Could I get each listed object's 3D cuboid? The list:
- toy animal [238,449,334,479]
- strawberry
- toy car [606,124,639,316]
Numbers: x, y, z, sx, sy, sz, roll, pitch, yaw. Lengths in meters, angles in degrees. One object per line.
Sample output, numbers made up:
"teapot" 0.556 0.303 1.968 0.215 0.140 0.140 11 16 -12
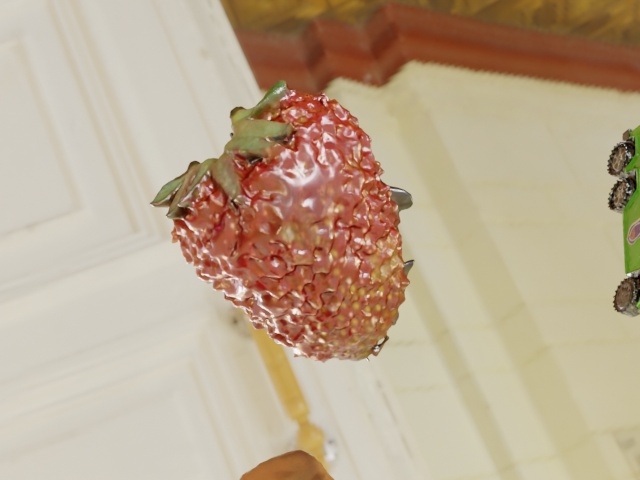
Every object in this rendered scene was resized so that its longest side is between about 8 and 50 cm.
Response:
"toy animal" -0.017 0.385 1.380 0.216 0.191 0.338 -28 121 -13
"strawberry" 0.000 0.000 1.488 0.233 0.306 0.138 -46 -164 -1
"toy car" 0.235 -0.010 0.947 0.071 0.165 0.062 20 141 -16
